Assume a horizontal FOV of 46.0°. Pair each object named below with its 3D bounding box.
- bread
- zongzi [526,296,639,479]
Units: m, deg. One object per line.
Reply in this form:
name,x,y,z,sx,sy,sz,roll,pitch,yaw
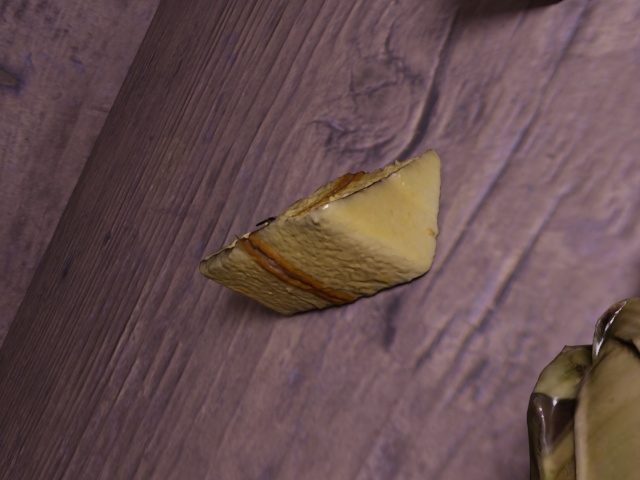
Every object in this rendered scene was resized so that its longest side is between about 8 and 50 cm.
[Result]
bread,0.000,0.000,0.786,0.266,0.178,0.141,-25,80,55
zongzi,0.129,0.213,0.333,0.418,0.182,0.447,-53,29,25
